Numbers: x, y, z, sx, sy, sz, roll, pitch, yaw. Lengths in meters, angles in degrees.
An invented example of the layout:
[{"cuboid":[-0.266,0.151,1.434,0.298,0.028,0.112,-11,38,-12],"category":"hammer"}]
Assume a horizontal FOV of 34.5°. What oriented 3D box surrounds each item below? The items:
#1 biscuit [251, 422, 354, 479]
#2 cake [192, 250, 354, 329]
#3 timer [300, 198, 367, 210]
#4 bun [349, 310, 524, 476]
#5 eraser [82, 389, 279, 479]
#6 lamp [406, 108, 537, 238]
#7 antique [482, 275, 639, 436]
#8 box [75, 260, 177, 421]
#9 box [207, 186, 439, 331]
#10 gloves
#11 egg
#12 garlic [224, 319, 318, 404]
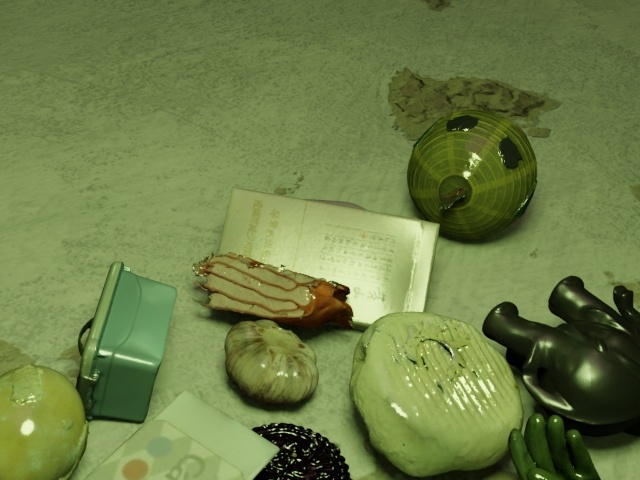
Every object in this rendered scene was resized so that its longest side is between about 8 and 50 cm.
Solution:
[{"cuboid":[-0.049,0.334,1.448,0.194,0.053,0.194,5,38,-4],"category":"biscuit"},{"cuboid":[-0.082,0.080,1.669,0.287,0.098,0.135,11,-5,12],"category":"cake"},{"cuboid":[0.000,0.000,1.881,0.208,0.069,0.191,3,39,-4],"category":"timer"},{"cuboid":[0.163,0.230,1.531,0.272,0.168,0.273,11,47,-12],"category":"bun"},{"cuboid":[-0.251,0.365,1.307,0.213,0.082,0.397,27,49,26],"category":"eraser"},{"cuboid":[0.272,-0.117,1.925,0.250,0.250,0.284,21,27,17],"category":"lamp"},{"cuboid":[0.439,0.192,1.615,0.322,0.185,0.255,-15,37,-31],"category":"antique"},{"cuboid":[-0.300,0.157,1.558,0.130,0.162,0.227,15,36,-7],"category":"box"},{"cuboid":[0.008,0.038,1.761,0.365,0.051,0.205,10,73,4],"category":"box"},{"cuboid":[0.367,0.356,1.430,0.268,0.107,0.135,45,24,11],"category":"gloves"},{"cuboid":[-0.397,0.258,1.406,0.164,0.164,0.201,3,33,-6],"category":"egg"},{"cuboid":[-0.079,0.193,1.592,0.159,0.102,0.147,34,29,14],"category":"garlic"}]
